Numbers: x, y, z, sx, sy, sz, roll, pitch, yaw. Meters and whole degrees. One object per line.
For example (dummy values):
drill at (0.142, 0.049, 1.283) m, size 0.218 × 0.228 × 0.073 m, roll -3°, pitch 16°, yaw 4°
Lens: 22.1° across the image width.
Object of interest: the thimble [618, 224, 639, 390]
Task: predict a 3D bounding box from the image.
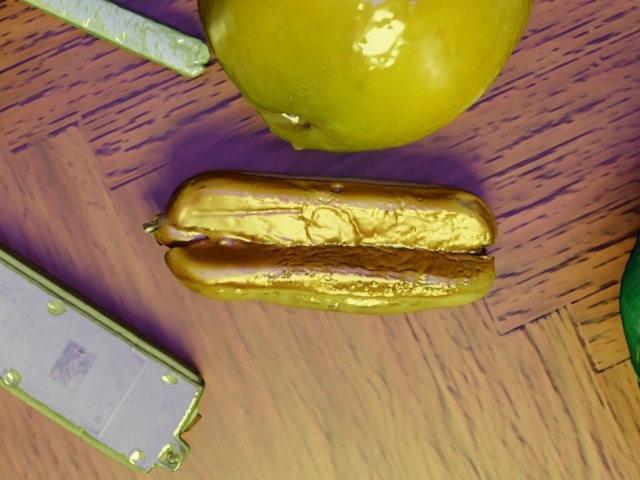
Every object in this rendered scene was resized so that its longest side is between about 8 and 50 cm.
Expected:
thimble at (0.329, 0.045, 0.994) m, size 0.288 × 0.167 × 0.254 m, roll -32°, pitch 52°, yaw 3°

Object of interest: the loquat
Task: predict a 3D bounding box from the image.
loquat at (0.044, -0.171, 0.990) m, size 0.246 × 0.213 × 0.213 m, roll -38°, pitch 93°, yaw 25°

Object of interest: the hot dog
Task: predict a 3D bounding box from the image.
hot dog at (0.000, 0.000, 1.075) m, size 0.236 × 0.062 × 0.092 m, roll 6°, pitch 91°, yaw -5°

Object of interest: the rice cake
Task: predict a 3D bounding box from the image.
rice cake at (-0.152, -0.151, 1.079) m, size 0.171 × 0.033 × 0.029 m, roll 23°, pitch 94°, yaw -4°

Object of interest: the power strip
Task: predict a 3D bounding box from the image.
power strip at (-0.196, 0.057, 1.074) m, size 0.272 × 0.052 × 0.078 m, roll 33°, pitch 90°, yaw -2°
